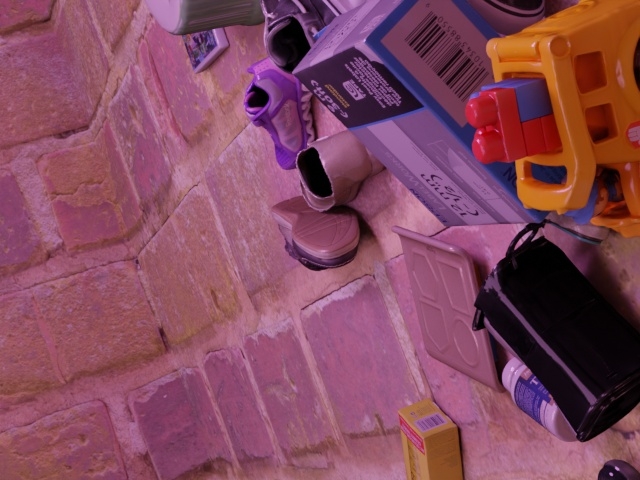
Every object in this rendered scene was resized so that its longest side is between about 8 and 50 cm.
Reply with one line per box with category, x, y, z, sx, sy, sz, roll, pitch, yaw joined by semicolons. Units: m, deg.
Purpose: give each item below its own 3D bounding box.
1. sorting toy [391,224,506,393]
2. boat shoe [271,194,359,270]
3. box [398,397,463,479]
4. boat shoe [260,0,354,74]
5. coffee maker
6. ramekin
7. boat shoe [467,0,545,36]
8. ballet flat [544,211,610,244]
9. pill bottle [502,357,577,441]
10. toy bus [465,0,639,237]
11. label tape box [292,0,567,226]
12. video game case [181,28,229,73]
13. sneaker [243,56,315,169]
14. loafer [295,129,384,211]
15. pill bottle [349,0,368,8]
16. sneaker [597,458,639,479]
sorting toy;0.171;0.083;1.716;0.193;0.038;0.208;23;134;66
boat shoe;0.000;0.000;2.020;0.285;0.103;0.092;34;145;67
box;0.167;0.351;1.941;0.087;0.058;0.232;-135;32;-54
boat shoe;-0.020;-0.281;1.758;0.335;0.119;0.121;44;148;54
coffee maker;0.246;0.096;1.334;0.178;0.120;0.171;49;176;27
ramekin;-0.197;-0.463;2.037;0.303;0.148;0.303;55;156;40
boat shoe;0.134;-0.343;1.285;0.306;0.113;0.105;61;140;12
ballet flat;0.247;-0.038;1.368;0.168;0.057;0.052;27;105;60
pill bottle;0.258;0.174;1.496;0.120;0.067;0.067;37;142;59
toy bus;0.222;-0.089;1.121;0.149;0.211;0.220;16;124;66
label tape box;0.105;-0.132;1.398;0.249;0.115;0.347;44;165;-13
video game case;-0.224;-0.408;2.369;0.183;0.023;0.201;71;161;0
sneaker;-0.067;-0.196;2.002;0.095;0.104;0.236;55;157;36
loafer;0.008;-0.103;1.896;0.102;0.092;0.268;69;162;7
pill bottle;0.068;-0.318;1.485;0.187;0.112;0.112;63;160;21
sneaker;0.311;0.354;1.430;0.087;0.130;0.227;30;134;60
